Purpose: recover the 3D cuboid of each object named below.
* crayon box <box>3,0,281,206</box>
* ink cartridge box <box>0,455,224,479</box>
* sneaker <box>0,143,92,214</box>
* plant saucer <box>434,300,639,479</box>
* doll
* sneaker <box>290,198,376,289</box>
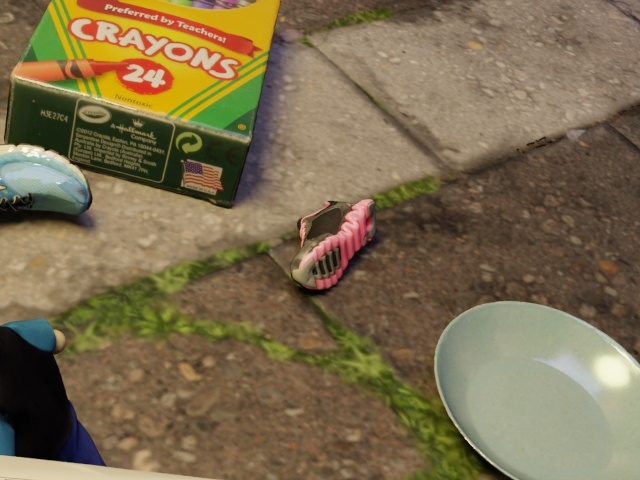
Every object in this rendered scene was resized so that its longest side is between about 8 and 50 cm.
[{"bbox_3d":[-0.149,-0.182,1.016,0.202,0.081,0.318,14,40,-7],"label":"crayon box"},{"bbox_3d":[-0.058,0.251,0.395,0.272,0.309,0.130,9,2,-14],"label":"ink cartridge box"},{"bbox_3d":[-0.257,-0.032,0.835,0.162,0.063,0.073,5,60,-11],"label":"sneaker"},{"bbox_3d":[0.174,0.129,0.839,0.195,0.037,0.195,11,41,-10],"label":"plant saucer"},{"bbox_3d":[-0.163,0.107,0.609,0.046,0.189,0.129,-8,40,13],"label":"doll"},{"bbox_3d":[0.000,0.000,0.913,0.057,0.047,0.119,15,34,24],"label":"sneaker"}]
